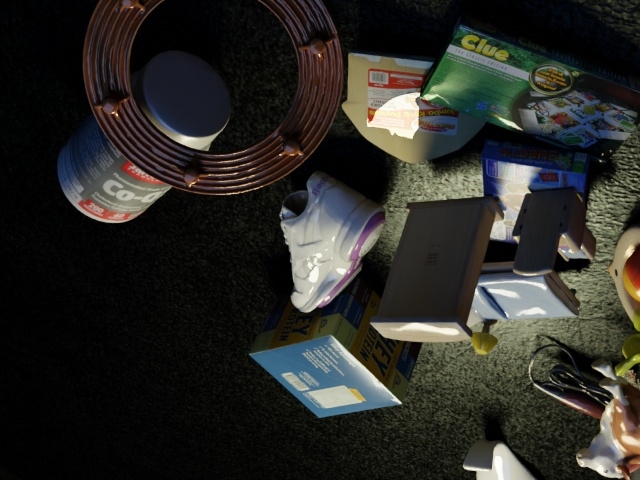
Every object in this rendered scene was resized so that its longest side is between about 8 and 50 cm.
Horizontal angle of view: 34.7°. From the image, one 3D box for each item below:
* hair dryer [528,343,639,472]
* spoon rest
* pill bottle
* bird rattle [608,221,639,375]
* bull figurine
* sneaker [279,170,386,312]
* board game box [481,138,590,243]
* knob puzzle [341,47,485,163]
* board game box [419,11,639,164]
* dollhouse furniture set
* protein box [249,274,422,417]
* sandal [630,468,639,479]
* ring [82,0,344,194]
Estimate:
[{"bbox_3d":[0.489,0.278,1.706,0.224,0.080,0.293,-4,121,36],"label":"hair dryer"},{"bbox_3d":[0.353,0.454,1.995,0.137,0.084,0.276,2,151,28],"label":"spoon rest"},{"bbox_3d":[-0.259,-0.148,1.496,0.161,0.161,0.283,37,141,-17],"label":"pill bottle"},{"bbox_3d":[0.454,0.070,1.364,0.143,0.207,0.253,-18,151,-8],"label":"bird rattle"},{"bbox_3d":[0.514,0.264,1.552,0.310,0.101,0.188,-22,110,38],"label":"bull figurine"},{"bbox_3d":[0.000,0.000,1.612,0.152,0.114,0.305,39,143,9],"label":"sneaker"},{"bbox_3d":[0.291,-0.056,1.395,0.136,0.035,0.201,11,151,16],"label":"board game box"},{"bbox_3d":[0.125,-0.177,1.363,0.213,0.030,0.213,9,143,7],"label":"knob puzzle"},{"bbox_3d":[0.266,-0.183,1.260,0.260,0.030,0.136,19,146,-8],"label":"board game box"},{"bbox_3d":[0.266,0.102,1.447,0.286,0.198,0.303,-3,146,38],"label":"dollhouse furniture set"},{"bbox_3d":[0.029,0.187,1.775,0.201,0.136,0.200,-19,126,42],"label":"protein box"},{"bbox_3d":[0.582,0.444,1.840,0.054,0.097,0.254,14,152,15],"label":"sandal"},{"bbox_3d":[-0.137,-0.214,1.311,0.337,0.032,0.336,-1,114,-2],"label":"ring"}]
